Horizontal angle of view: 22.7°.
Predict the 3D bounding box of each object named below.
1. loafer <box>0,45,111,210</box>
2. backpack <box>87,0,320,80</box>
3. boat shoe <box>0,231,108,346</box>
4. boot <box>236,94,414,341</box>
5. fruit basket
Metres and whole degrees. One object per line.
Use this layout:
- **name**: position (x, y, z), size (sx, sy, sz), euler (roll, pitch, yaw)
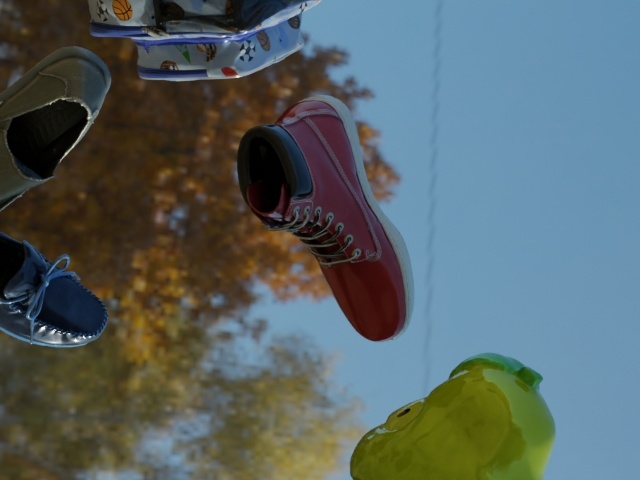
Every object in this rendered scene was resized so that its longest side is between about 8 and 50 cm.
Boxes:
- **loafer**: position (-0.311, -0.091, 1.582), size (0.251, 0.094, 0.087), euler (-42, -152, 19)
- **backpack**: position (-0.146, -0.303, 1.897), size (0.263, 0.276, 0.213), euler (10, -72, 23)
- **boat shoe**: position (-0.351, 0.048, 1.798), size (0.089, 0.258, 0.109), euler (-35, -140, 48)
- **boot**: position (0.000, 0.000, 1.459), size (0.088, 0.176, 0.244), euler (-17, -80, 26)
- **fruit basket**: position (0.062, 0.275, 1.422), size (0.392, 0.283, 0.392), euler (3, 90, -79)
